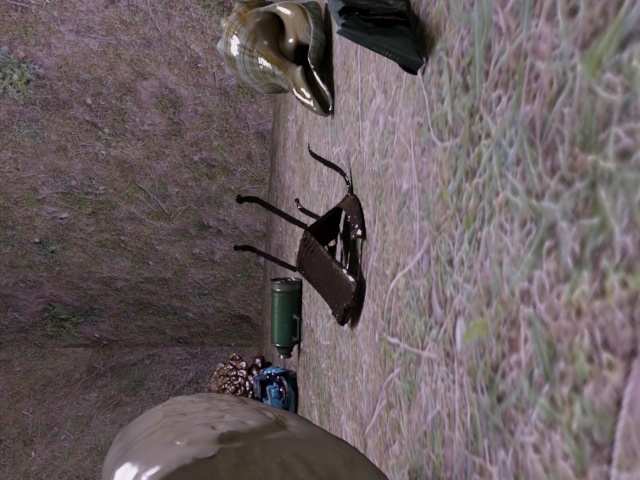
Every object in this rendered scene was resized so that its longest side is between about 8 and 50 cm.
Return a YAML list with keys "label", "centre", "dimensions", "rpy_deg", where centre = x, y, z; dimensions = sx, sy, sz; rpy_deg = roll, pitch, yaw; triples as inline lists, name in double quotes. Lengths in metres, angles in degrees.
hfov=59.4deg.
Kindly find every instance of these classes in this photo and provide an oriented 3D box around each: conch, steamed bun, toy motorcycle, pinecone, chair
- label: "conch"
  centre: [-0.063, -0.351, 1.043]
  dimensions: [0.386, 0.170, 0.203]
  rpy_deg: [42, 116, 25]
- label: "steamed bun"
  centre: [-0.025, 0.302, 0.404]
  dimensions: [0.247, 0.236, 0.383]
  rpy_deg: [166, 99, -71]
- label: "toy motorcycle"
  centre: [-0.116, 0.438, 1.397]
  dimensions: [0.182, 0.124, 0.272]
  rpy_deg: [14, 106, 59]
- label: "pinecone"
  centre: [-0.204, 0.440, 1.629]
  dimensions: [0.202, 0.201, 0.228]
  rpy_deg: [-37, 66, 41]
- label: "chair"
  centre: [0.000, 0.000, 0.758]
  dimensions: [0.213, 0.149, 0.174]
  rpy_deg: [41, 145, 19]

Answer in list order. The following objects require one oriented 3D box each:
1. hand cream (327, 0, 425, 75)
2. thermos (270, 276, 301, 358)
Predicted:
- label: "hand cream"
  centre: [0.044, -0.230, 0.551]
  dimensions: [0.247, 0.075, 0.052]
  rpy_deg: [-94, 5, -48]
- label: "thermos"
  centre: [-0.077, 0.183, 1.319]
  dimensions: [0.073, 0.083, 0.187]
  rpy_deg: [-27, -61, -75]
